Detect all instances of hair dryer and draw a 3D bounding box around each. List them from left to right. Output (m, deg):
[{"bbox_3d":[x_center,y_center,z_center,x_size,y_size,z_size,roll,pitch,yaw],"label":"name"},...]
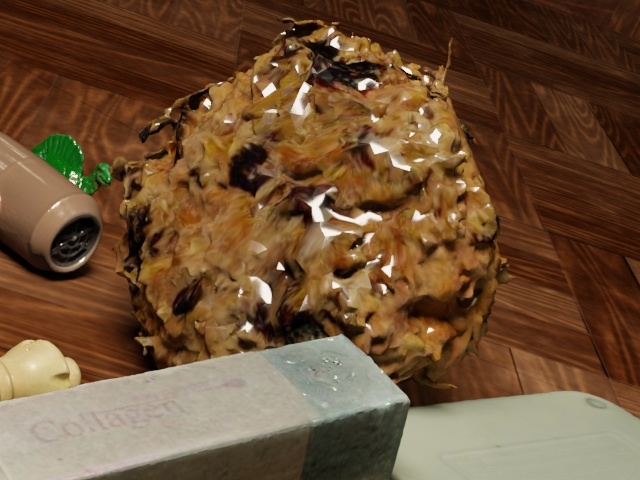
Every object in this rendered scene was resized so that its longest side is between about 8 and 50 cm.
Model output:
[{"bbox_3d":[-0.244,-0.015,1.037,0.117,0.064,0.181,35,32,32],"label":"hair dryer"}]

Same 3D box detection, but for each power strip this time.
[{"bbox_3d":[0.158,0.161,0.835,0.229,0.141,0.261,0,24,-41],"label":"power strip"}]

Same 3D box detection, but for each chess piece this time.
[{"bbox_3d":[-0.194,0.082,0.822,0.060,0.060,0.172,32,20,31],"label":"chess piece"}]

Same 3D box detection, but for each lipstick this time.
[{"bbox_3d":[-0.106,0.110,0.719,0.317,0.068,0.066,-9,36,-34],"label":"lipstick"}]

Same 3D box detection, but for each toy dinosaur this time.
[{"bbox_3d":[-0.202,-0.055,1.162,0.119,0.060,0.029,32,18,25],"label":"toy dinosaur"}]

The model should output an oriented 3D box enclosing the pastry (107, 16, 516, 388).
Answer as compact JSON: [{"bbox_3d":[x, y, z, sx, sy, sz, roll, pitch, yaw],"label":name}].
[{"bbox_3d":[0.000,0.000,0.961,0.275,0.275,0.193,37,7,40],"label":"pastry"}]
